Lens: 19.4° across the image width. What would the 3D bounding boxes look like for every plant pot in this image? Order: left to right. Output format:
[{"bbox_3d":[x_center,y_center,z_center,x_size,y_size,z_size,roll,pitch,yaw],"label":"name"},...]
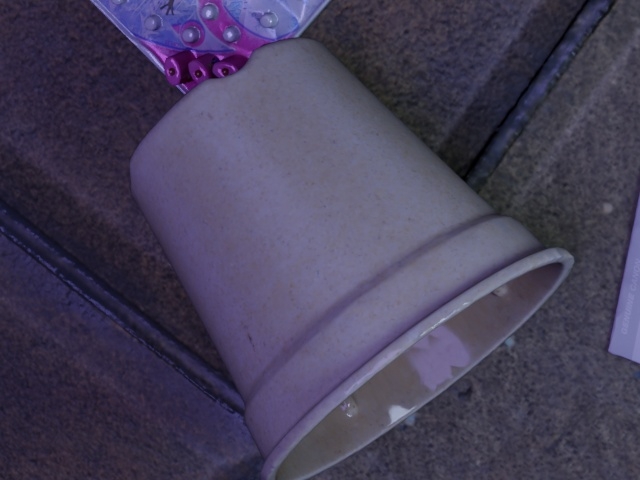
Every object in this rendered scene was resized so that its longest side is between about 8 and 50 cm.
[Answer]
[{"bbox_3d":[0.000,0.000,1.659,0.334,0.334,0.305,-42,76,23],"label":"plant pot"}]

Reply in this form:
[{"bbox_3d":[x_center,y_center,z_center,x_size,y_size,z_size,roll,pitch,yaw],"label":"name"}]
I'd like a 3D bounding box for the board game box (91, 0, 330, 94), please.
[{"bbox_3d":[-0.118,-0.374,1.736,0.390,0.050,0.390,45,112,5],"label":"board game box"}]

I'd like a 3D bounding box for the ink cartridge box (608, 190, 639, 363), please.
[{"bbox_3d":[0.398,0.002,1.631,0.261,0.066,0.296,24,112,41],"label":"ink cartridge box"}]
